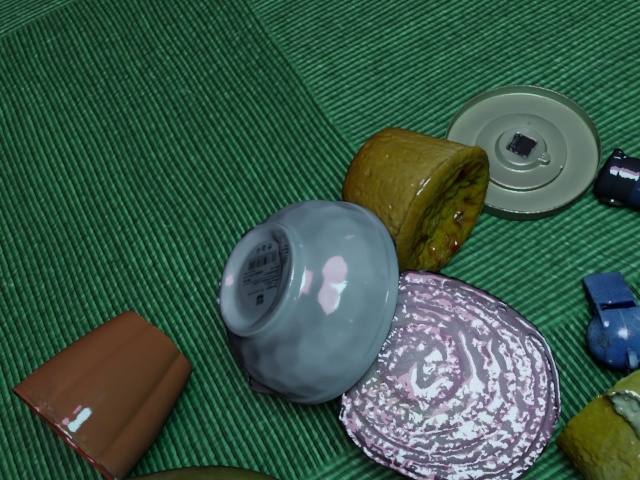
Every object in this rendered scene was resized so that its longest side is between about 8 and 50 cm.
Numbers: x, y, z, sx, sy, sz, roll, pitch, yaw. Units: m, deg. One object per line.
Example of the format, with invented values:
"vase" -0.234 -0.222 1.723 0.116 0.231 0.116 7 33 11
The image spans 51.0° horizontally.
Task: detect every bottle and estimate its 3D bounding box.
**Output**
"bottle" 0.512 -0.060 0.932 0.244 0.082 0.072 19 25 15

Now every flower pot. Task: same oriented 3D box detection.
"flower pot" -0.272 0.192 0.877 0.191 0.190 0.173 30 62 20

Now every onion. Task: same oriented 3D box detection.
"onion" 0.165 0.189 0.843 0.247 0.111 0.250 23 71 17

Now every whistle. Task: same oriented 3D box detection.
"whistle" 0.385 0.114 0.873 0.090 0.090 0.158 -1 26 8

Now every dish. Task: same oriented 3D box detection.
"dish" -0.043 0.064 0.854 0.303 0.120 0.303 -23 56 40

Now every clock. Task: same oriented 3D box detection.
"clock" 0.305 -0.140 1.021 0.235 0.029 0.235 -3 65 7

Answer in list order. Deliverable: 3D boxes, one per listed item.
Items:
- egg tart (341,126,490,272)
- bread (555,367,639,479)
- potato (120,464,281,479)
"egg tart" 0.122 -0.061 0.929 0.147 0.202 0.202 33 73 31
"bread" 0.405 0.196 0.766 0.257 0.186 0.124 -31 61 -15
"potato" -0.161 0.380 0.663 0.442 0.385 0.319 -5 49 -1
